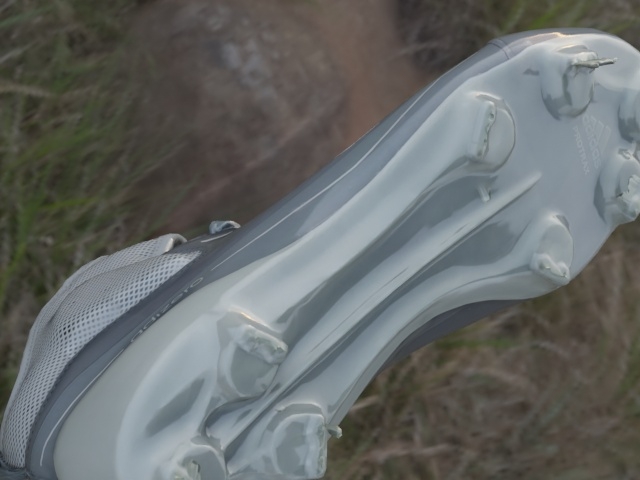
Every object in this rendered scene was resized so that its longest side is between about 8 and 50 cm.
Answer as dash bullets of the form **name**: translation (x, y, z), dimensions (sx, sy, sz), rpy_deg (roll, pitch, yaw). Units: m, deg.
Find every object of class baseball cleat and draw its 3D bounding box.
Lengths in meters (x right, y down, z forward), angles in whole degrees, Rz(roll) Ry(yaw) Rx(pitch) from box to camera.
- **baseball cleat**: translation (0.000, 0.000, 0.425), dimensions (0.206, 0.109, 0.072), rpy_deg (-34, 116, -34)
